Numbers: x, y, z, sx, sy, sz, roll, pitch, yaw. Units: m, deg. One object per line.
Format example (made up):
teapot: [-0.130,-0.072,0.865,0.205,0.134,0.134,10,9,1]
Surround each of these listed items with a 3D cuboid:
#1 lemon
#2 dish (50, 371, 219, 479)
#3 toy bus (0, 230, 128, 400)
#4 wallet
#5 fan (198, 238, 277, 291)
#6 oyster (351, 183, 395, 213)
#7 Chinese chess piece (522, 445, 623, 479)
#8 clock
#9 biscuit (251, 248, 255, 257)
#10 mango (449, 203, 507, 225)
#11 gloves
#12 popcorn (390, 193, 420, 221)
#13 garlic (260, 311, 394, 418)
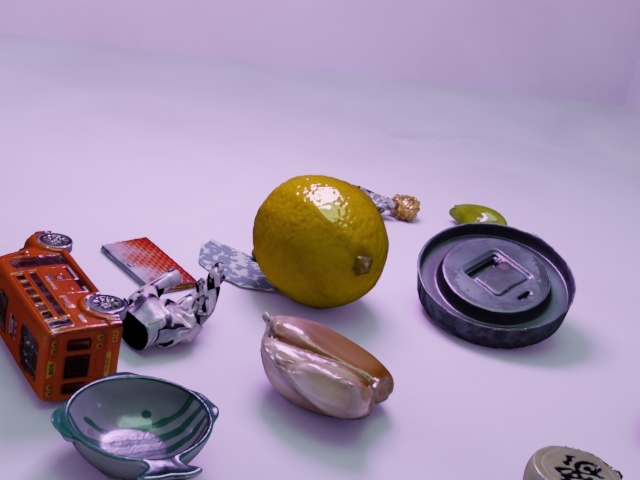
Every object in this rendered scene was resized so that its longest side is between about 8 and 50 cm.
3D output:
lemon: [0.000,0.001,1.881,0.267,0.267,0.267,10,22,-4]
dish: [-0.238,0.268,1.327,0.224,0.078,0.246,0,24,-27]
toy bus: [-0.416,0.108,1.542,0.153,0.143,0.329,-4,28,-34]
wallet: [-0.323,0.045,1.899,0.103,0.020,0.196,-8,30,-40]
fan: [-0.166,0.050,1.983,0.131,0.009,0.240,-8,29,-39]
oyster: [0.080,-0.093,2.391,0.177,0.064,0.125,1,29,-25]
Chinese chess piece: [0.365,0.354,1.453,0.144,0.059,0.144,11,21,-4]
clock: [0.339,0.083,1.967,0.312,0.061,0.313,3,41,-3]
biscuit: [-0.050,0.003,2.116,0.160,0.030,0.250,14,20,2]
mango: [0.377,-0.051,2.419,0.091,0.074,0.165,-11,31,-41]
gloves: [-0.235,0.109,1.683,0.127,0.111,0.212,-1,12,42]
popcorn: [0.198,-0.081,2.426,0.083,0.057,0.082,5,22,-9]
garlic: [-0.001,0.204,1.577,0.228,0.110,0.217,33,16,19]
